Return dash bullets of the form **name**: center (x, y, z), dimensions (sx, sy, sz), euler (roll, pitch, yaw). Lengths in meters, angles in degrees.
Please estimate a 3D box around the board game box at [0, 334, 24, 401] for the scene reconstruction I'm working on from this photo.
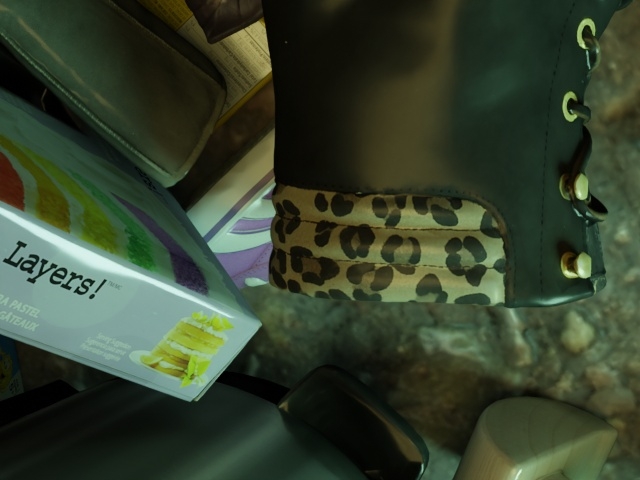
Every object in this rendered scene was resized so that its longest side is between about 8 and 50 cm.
- **board game box**: center (-0.391, 0.012, 0.741), dimensions (0.308, 0.086, 0.302), euler (-2, 109, 8)

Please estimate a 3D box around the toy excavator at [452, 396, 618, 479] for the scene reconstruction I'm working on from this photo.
- **toy excavator**: center (0.348, 0.250, 0.629), dimensions (0.445, 0.433, 0.222), euler (9, 113, -25)

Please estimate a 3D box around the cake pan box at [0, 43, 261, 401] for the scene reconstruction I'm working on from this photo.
- **cake pan box**: center (-0.181, -0.048, 0.558), dimensions (0.070, 0.267, 0.245), euler (-48, 135, 8)

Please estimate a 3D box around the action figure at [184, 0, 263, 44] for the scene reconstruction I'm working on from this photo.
- **action figure**: center (-0.121, -0.250, 0.578), dimensions (0.285, 0.185, 0.099), euler (39, 132, -23)

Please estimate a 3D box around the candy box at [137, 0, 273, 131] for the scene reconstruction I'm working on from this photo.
- **candy box**: center (-0.117, -0.165, 0.674), dimensions (0.105, 0.027, 0.206), euler (-39, 99, 20)

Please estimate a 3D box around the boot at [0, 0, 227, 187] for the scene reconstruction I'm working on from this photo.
- **boot**: center (-0.142, -0.153, 0.613), dimensions (0.208, 0.190, 0.076), euler (29, 143, -23)

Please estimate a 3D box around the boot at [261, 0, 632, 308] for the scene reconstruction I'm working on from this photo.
- **boot**: center (0.136, -0.115, 0.555), dimensions (0.377, 0.138, 0.284), euler (-2, 100, -10)

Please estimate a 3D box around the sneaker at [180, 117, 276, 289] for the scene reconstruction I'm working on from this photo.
- **sneaker**: center (0.000, 0.000, 0.678), dimensions (0.282, 0.102, 0.161), euler (-40, 102, 18)

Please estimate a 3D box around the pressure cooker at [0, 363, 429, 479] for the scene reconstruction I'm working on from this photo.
- **pressure cooker**: center (-0.114, 0.275, 0.621), dimensions (0.369, 0.420, 0.376), euler (-7, 94, 23)
